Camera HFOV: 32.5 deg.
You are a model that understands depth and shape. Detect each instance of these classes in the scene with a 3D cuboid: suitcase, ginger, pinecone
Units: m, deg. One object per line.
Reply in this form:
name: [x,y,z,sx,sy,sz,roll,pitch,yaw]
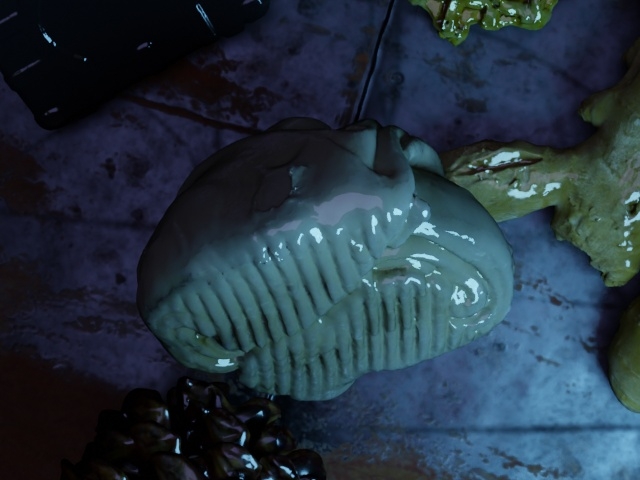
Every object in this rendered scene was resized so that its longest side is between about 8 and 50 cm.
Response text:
suitcase: [-0.217,-0.256,1.122,0.286,0.066,0.206,-28,125,7]
ginger: [0.328,-0.044,1.091,0.348,0.122,0.363,-46,77,14]
pinecone: [-0.114,0.273,1.063,0.242,0.296,0.298,-20,124,23]

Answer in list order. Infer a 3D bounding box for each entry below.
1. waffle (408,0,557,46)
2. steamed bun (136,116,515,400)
waffle: [0.174,-0.346,1.106,0.291,0.051,0.291,0,103,0]
steamed bun: [-0.006,-0.004,1.060,0.324,0.310,0.219,-31,49,25]
